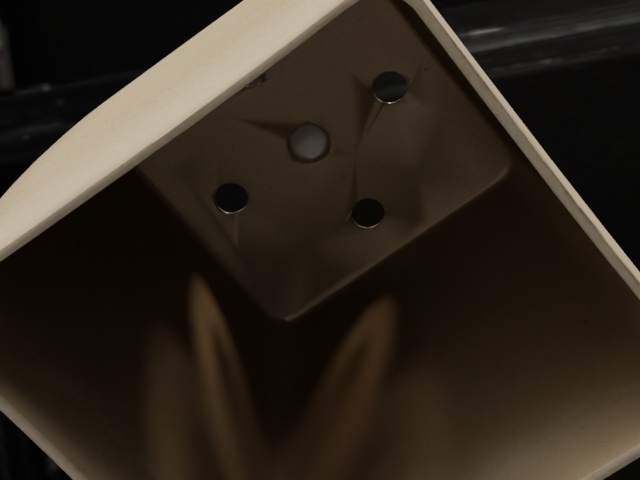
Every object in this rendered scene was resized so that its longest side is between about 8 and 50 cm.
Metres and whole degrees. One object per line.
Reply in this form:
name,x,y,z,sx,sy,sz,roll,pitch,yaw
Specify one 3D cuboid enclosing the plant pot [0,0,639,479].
plant pot,0.000,0.000,0.376,0.109,0.096,0.109,-34,-66,15
